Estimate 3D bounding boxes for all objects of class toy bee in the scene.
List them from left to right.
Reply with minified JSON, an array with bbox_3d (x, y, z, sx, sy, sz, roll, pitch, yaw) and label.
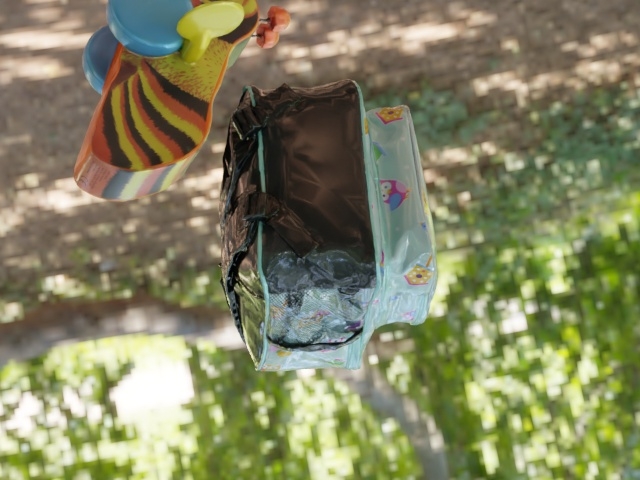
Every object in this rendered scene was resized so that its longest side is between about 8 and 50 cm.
[{"bbox_3d":[-0.103,-0.165,1.297,0.162,0.298,0.195,12,171,-18],"label":"toy bee"}]

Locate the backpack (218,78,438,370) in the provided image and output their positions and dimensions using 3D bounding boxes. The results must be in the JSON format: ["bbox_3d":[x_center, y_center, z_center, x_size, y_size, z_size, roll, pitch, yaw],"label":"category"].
[{"bbox_3d":[0.000,0.000,1.068,0.144,0.166,0.188,-1,150,-14],"label":"backpack"}]
